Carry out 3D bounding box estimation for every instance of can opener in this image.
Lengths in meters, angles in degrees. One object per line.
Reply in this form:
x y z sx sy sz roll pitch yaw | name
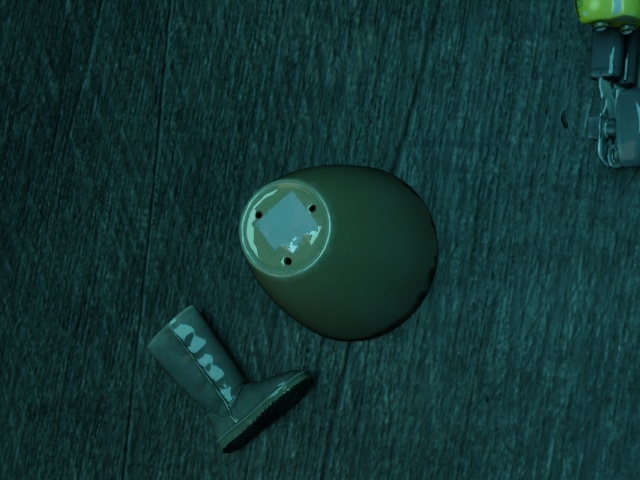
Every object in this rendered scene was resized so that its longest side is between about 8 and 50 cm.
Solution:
0.415 -0.235 1.805 0.095 0.076 0.283 1 83 40 | can opener

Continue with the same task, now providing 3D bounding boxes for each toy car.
0.471 -0.288 1.771 0.239 0.053 0.225 -36 93 -27 | toy car

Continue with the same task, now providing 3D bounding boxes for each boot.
-0.135 0.181 1.966 0.189 0.076 0.208 -37 65 10 | boot

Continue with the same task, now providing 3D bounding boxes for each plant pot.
0.000 0.000 1.826 0.256 0.274 0.256 -3 81 20 | plant pot
